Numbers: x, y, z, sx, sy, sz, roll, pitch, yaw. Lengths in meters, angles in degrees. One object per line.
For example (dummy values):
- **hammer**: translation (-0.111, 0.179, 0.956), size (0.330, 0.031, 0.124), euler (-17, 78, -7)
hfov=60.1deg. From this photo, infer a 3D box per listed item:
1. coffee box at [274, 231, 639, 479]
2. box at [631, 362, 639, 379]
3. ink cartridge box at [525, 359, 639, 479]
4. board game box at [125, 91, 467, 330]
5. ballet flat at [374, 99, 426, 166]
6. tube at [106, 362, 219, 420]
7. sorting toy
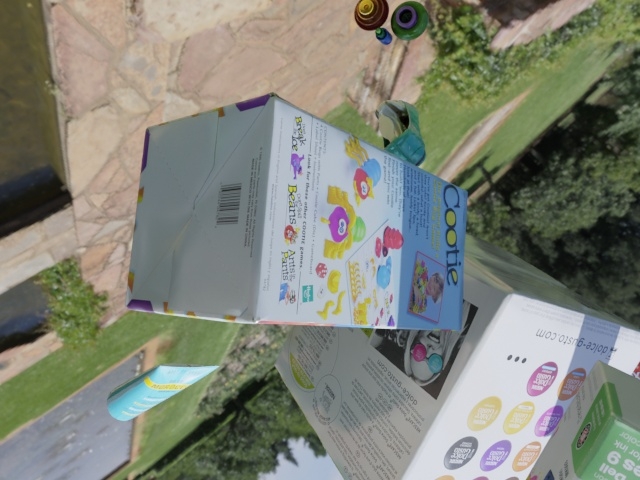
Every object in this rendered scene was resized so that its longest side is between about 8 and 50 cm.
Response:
- **coffee box**: translation (0.189, 0.173, 0.834), size (0.338, 0.338, 0.334), euler (18, 104, -33)
- **box**: translation (0.669, 0.301, 1.125), size (0.154, 0.142, 0.300), euler (-6, 172, -34)
- **ink cartridge box**: translation (0.201, 0.215, 0.412), size (0.154, 0.093, 0.212), euler (-6, 120, -66)
- **board game box**: translation (0.000, 0.000, 0.475), size (0.142, 0.144, 0.275), euler (-2, 170, 39)
- **ballet flat**: translation (0.150, -0.231, 1.088), size (0.083, 0.087, 0.247), euler (-37, -151, 22)
- **tube**: translation (-0.229, 0.200, 0.765), size (0.080, 0.052, 0.207), euler (6, 150, -43)
- **sorting toy**: translation (0.088, -0.293, 0.728), size (0.042, 0.102, 0.061), euler (-15, 120, -68)
